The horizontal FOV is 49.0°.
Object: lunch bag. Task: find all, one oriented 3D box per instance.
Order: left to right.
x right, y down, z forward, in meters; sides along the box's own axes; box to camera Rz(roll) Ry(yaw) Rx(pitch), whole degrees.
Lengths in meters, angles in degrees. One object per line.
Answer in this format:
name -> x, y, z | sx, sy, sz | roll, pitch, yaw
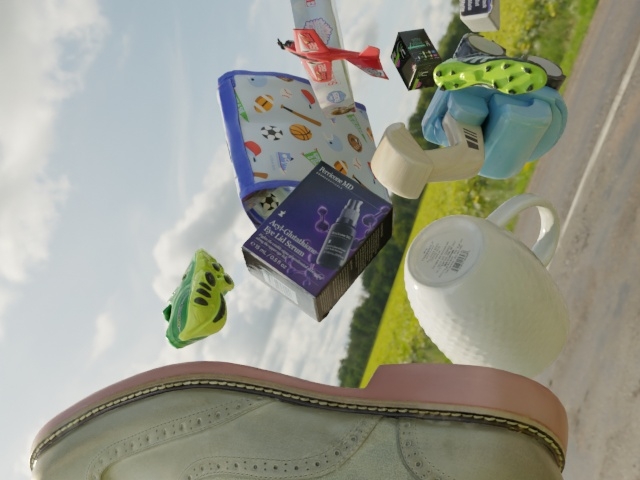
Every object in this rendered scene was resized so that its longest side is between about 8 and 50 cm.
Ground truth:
lunch bag -> -0.059, -0.183, 1.569 | 0.239, 0.386, 0.327 | -33, 59, 32

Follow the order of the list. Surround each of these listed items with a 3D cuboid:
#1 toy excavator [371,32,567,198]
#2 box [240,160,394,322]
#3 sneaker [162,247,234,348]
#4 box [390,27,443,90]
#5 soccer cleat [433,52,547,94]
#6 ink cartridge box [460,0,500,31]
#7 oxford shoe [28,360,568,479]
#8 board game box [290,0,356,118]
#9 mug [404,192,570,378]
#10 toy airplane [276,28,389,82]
toy excavator -> 0.310, -0.220, 1.403 | 0.445, 0.433, 0.222 | -91, 19, -49
box -> 0.000, 0.000, 1.135 | 0.207, 0.153, 0.108 | -50, -20, -19
sneaker -> -0.237, 0.103, 1.306 | 0.124, 0.109, 0.295 | -35, 15, 9
box -> 0.162, -0.307, 1.192 | 0.062, 0.052, 0.083 | 105, 147, -58
soccer cleat -> 0.257, -0.257, 1.055 | 0.072, 0.179, 0.060 | -49, -45, -36
ink cartridge box -> 0.197, -0.385, 0.880 | 0.224, 0.045, 0.223 | -29, -63, -72
oxford shoe -> -0.040, 0.173, 0.463 | 0.146, 0.397, 0.140 | -78, -28, -47
board game box -> -0.007, -0.408, 1.221 | 0.319, 0.066, 0.317 | 35, -135, -81
mug -> 0.352, 0.069, 1.429 | 0.374, 0.276, 0.328 | -49, -48, -4
toy airplane -> 0.016, -0.230, 0.867 | 0.151, 0.151, 0.028 | 68, -140, -80
